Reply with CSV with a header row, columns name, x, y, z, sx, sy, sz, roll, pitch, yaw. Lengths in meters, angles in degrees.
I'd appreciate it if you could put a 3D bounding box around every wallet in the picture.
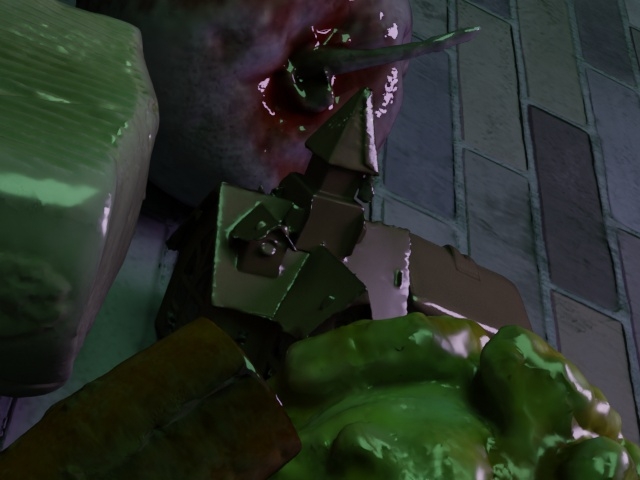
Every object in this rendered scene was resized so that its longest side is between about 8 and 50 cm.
name,x,y,z,sx,sy,sz,roll,pitch,yaw
wallet,0.134,0.054,1.633,0.153,0.039,0.118,23,33,-22

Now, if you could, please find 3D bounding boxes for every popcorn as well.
name,x,y,z,sx,sy,sz,roll,pitch,yaw
popcorn,0.047,0.202,1.058,0.279,0.335,0.274,48,6,13

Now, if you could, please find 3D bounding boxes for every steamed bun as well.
name,x,y,z,sx,sy,sz,roll,pitch,yaw
steamed bun,-0.253,-0.028,1.210,0.247,0.236,0.383,14,27,-11

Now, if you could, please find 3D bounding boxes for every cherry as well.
name,x,y,z,sx,sy,sz,roll,pitch,yaw
cherry,-0.070,-0.174,1.530,0.326,0.291,0.335,60,-13,-5

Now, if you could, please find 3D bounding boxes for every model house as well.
name,x,y,z,sx,sy,sz,roll,pitch,yaw
model house,0.000,0.000,1.341,0.181,0.248,0.176,12,17,-29

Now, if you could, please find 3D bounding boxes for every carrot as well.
name,x,y,z,sx,sy,sz,roll,pitch,yaw
carrot,-0.152,0.174,0.945,0.302,0.138,0.139,-41,70,-14
